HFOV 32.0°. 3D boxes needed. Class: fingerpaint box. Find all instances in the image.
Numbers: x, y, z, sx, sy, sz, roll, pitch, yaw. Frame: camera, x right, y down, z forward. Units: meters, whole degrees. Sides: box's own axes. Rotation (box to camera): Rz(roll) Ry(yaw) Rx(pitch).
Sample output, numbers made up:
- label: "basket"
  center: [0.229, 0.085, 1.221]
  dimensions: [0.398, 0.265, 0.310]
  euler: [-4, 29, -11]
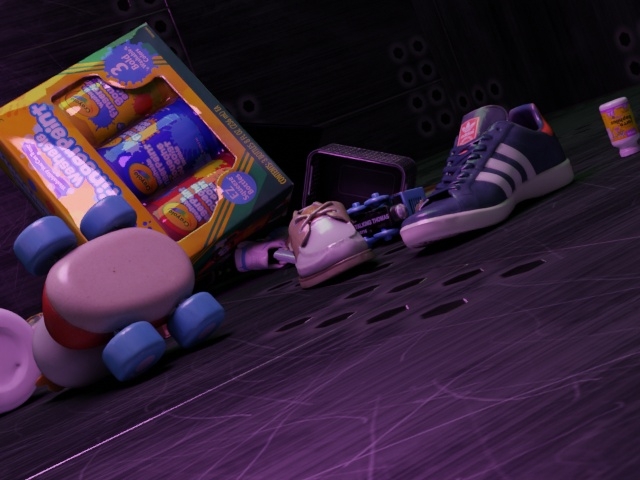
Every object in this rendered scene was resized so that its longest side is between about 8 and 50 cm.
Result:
- label: "fingerpaint box"
  center: [-0.335, -0.130, 2.059]
  dimensions: [0.371, 0.445, 0.163]
  euler: [-36, -15, -23]

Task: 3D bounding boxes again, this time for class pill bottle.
- label: "pill bottle"
  center: [-0.513, 0.183, 1.580]
  dimensions: [0.146, 0.146, 0.264]
  euler: [-25, 6, -41]
- label: "pill bottle"
  center: [0.449, -0.169, 1.663]
  dimensions: [0.043, 0.083, 0.043]
  euler: [-22, 5, 2]

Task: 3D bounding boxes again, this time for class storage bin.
- label: "storage bin"
  center: [0.069, -0.094, 1.965]
  dimensions: [0.180, 0.122, 0.084]
  euler: [12, 16, 18]

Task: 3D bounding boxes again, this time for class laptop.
- label: "laptop"
  center: [-0.237, -0.086, 2.467]
  dimensions: [0.408, 0.236, 0.382]
  euler: [-18, -10, 40]

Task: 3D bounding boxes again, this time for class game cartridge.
- label: "game cartridge"
  center: [-0.041, 0.022, 2.012]
  dimensions: [0.056, 0.017, 0.083]
  euler: [15, 22, 23]

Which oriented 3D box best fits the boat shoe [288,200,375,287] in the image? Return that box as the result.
- label: "boat shoe"
  center: [0.000, 0.000, 1.629]
  dimensions: [0.113, 0.103, 0.302]
  euler: [-22, 4, -9]

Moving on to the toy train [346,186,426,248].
- label: "toy train"
  center: [0.089, -0.030, 1.793]
  dimensions: [0.105, 0.080, 0.184]
  euler: [-13, -4, -41]

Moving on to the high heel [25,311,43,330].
- label: "high heel"
  center: [-0.550, 0.195, 1.923]
  dimensions: [0.186, 0.093, 0.261]
  euler: [-15, 14, 6]

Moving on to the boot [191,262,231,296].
- label: "boot"
  center: [-0.242, 0.057, 2.250]
  dimensions: [0.236, 0.085, 0.178]
  euler: [-18, 3, 46]

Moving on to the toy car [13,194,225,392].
- label: "toy car"
  center: [-0.286, 0.107, 1.434]
  dimensions: [0.210, 0.219, 0.238]
  euler: [-26, -22, -49]

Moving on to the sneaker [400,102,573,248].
- label: "sneaker"
  center: [0.211, -0.099, 1.529]
  dimensions: [0.131, 0.148, 0.350]
  euler: [-17, 6, 43]

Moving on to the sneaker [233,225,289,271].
- label: "sneaker"
  center: [-0.076, 0.023, 2.088]
  dimensions: [0.083, 0.071, 0.190]
  euler: [6, 18, 32]

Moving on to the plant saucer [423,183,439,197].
- label: "plant saucer"
  center: [0.169, -0.066, 2.098]
  dimensions: [0.198, 0.036, 0.198]
  euler: [-22, 5, 2]

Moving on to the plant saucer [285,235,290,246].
- label: "plant saucer"
  center: [0.017, -0.018, 2.016]
  dimensions: [0.168, 0.029, 0.168]
  euler: [-9, 10, 2]

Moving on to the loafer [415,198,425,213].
- label: "loafer"
  center: [0.165, -0.036, 1.637]
  dimensions: [0.050, 0.056, 0.148]
  euler: [-21, -6, 16]

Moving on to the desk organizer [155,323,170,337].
- label: "desk organizer"
  center: [-0.242, 0.118, 1.704]
  dimensions: [0.047, 0.050, 0.130]
  euler: [-23, 5, -24]
